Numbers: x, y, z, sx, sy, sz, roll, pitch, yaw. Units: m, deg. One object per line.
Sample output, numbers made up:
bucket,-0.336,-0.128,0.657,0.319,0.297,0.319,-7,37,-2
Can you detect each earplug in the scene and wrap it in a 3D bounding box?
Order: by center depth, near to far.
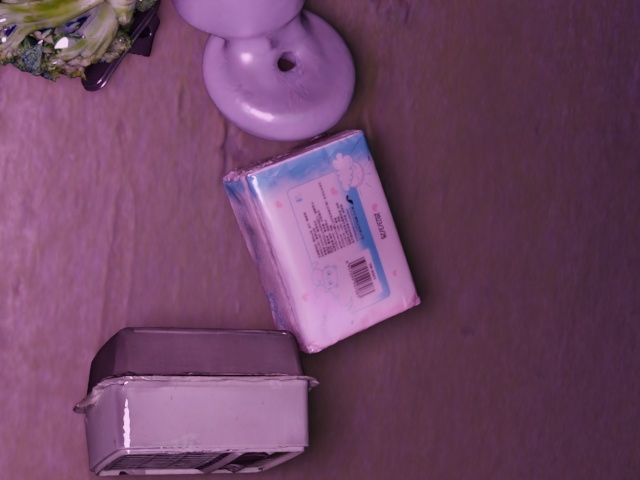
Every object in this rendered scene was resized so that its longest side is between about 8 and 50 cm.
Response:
earplug,-0.076,-0.287,1.474,0.214,0.175,0.325,-35,106,-25

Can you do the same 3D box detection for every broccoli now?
broccoli,-0.306,-0.320,1.331,0.294,0.245,0.265,-49,127,-36

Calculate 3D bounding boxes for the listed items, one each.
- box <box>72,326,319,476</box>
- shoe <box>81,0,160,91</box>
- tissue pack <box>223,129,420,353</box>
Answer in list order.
box,-0.161,0.212,1.441,0.290,0.220,0.166,3,70,-24
shoe,-0.256,-0.253,1.464,0.159,0.062,0.053,-58,135,-15
tissue pack,0.002,-0.001,1.553,0.201,0.124,0.271,-23,101,-20
